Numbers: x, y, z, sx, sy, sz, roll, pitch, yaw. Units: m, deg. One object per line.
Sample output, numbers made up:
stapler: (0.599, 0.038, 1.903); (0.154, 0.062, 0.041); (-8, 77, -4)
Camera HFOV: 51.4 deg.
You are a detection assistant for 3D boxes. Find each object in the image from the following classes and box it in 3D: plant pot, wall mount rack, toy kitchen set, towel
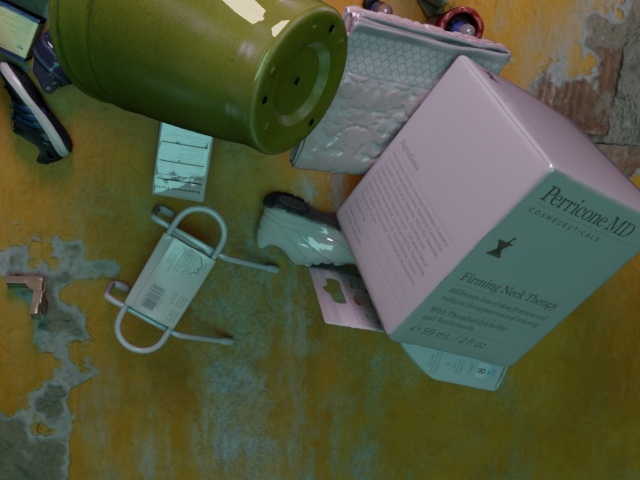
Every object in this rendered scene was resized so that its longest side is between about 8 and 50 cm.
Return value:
plant pot: (-0.161, -0.314, 1.052); (0.352, 0.366, 0.367); (33, 105, 22)
wall mount rack: (-0.266, 0.091, 1.401); (0.304, 0.130, 0.350); (31, 102, -13)
toy kitchen set: (-0.613, 0.126, 1.386); (0.075, 0.083, 0.068); (2, 151, -10)
towel: (0.141, -0.240, 1.206); (0.331, 0.053, 0.317); (4, 133, -23)

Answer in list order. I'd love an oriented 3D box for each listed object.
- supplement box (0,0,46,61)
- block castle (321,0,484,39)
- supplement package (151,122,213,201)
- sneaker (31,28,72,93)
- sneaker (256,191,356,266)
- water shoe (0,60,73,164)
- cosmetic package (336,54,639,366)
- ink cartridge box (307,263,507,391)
supplement box: (-0.559, -0.383, 1.211); (0.083, 0.056, 0.083); (23, 104, -16)
block castle: (0.072, -0.480, 1.198); (0.303, 0.213, 0.453); (-34, 111, 4)
supplement package: (-0.268, -0.181, 1.307); (0.105, 0.105, 0.180); (8, 109, -14)
sneaker: (-0.426, -0.312, 1.249); (0.163, 0.086, 0.226); (-40, 120, 15)
sneaker: (0.000, 0.000, 1.434); (0.296, 0.111, 0.129); (22, 117, -9)
water shoe: (-0.557, -0.236, 1.257); (0.080, 0.073, 0.203); (-28, 111, 4)
cosmetic package: (0.296, -0.038, 1.190); (0.329, 0.328, 0.394); (17, 125, -33)
ink cartridge box: (0.159, 0.169, 1.397); (0.384, 0.308, 0.091); (12, 109, -13)
